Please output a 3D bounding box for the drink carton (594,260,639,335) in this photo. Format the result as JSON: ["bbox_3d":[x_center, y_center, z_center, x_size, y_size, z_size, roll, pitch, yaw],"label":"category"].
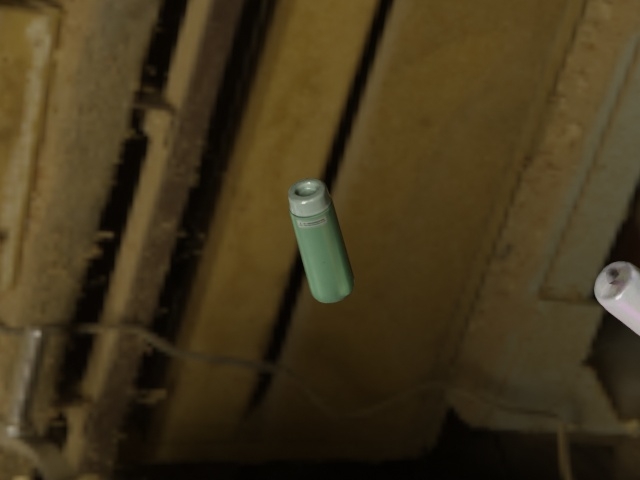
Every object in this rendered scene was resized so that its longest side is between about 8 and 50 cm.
[{"bbox_3d":[0.136,0.057,0.396,0.074,0.200,0.084,-28,38,8],"label":"drink carton"}]

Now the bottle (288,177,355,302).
[{"bbox_3d":[0.000,0.000,0.989,0.030,0.030,0.083,45,156,49],"label":"bottle"}]
